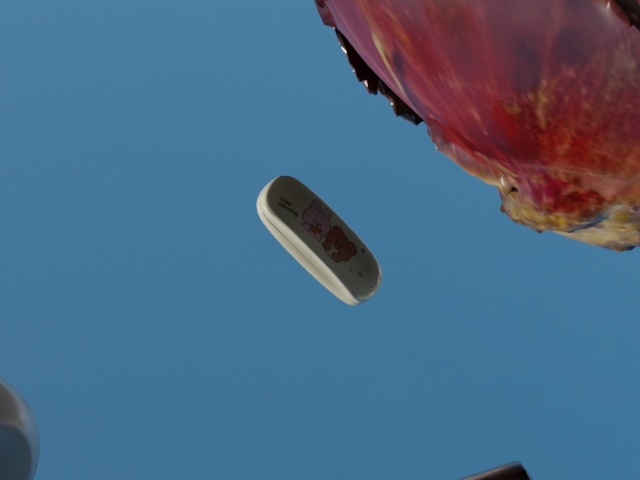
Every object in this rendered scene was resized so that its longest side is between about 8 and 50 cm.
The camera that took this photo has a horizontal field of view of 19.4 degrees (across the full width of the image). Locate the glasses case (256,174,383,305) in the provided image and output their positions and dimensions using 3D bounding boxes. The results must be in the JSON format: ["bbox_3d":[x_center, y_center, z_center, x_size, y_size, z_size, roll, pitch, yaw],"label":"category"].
[{"bbox_3d":[0.000,0.000,1.002,0.083,0.021,0.032,45,-128,-12],"label":"glasses case"}]

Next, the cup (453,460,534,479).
[{"bbox_3d":[0.002,0.162,0.653,0.177,0.239,0.166,-1,-161,-20],"label":"cup"}]

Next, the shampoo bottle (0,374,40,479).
[{"bbox_3d":[-0.193,0.054,0.781,0.074,0.074,0.192,-18,-145,-36],"label":"shampoo bottle"}]

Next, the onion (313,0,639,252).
[{"bbox_3d":[0.126,-0.112,0.555,0.276,0.276,0.276,10,-141,-9],"label":"onion"}]
